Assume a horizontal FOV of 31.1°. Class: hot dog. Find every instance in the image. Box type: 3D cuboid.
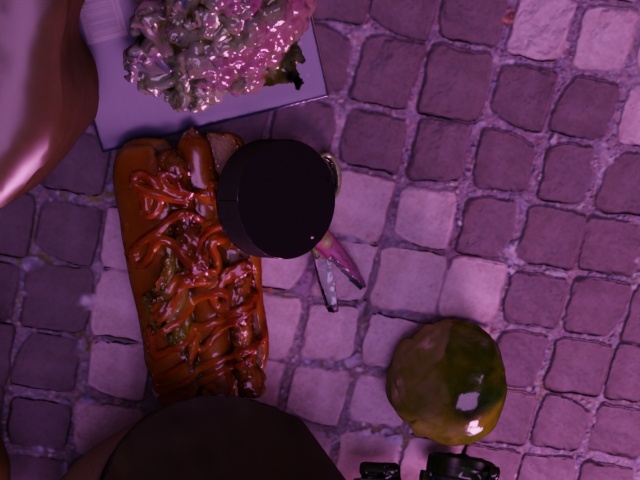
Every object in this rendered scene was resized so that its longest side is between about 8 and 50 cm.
[{"bbox_3d":[-0.142,0.042,1.315,0.158,0.117,0.348,-8,109,-10],"label":"hot dog"}]

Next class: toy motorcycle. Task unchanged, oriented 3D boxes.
[{"bbox_3d":[0.102,0.356,1.432,0.275,0.127,0.205,11,76,-2],"label":"toy motorcycle"}]

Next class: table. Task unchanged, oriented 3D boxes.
[{"bbox_3d":[-0.048,-0.046,1.270,0.134,0.043,0.133,-3,94,-37],"label":"table"}]

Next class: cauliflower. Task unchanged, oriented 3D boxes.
[{"bbox_3d":[-0.133,-0.268,1.166,0.315,0.239,0.256,33,127,0],"label":"cauliflower"}]

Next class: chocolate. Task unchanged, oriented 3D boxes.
[{"bbox_3d":[-0.154,0.359,1.318,0.326,0.297,0.314,51,50,1],"label":"chocolate"}]

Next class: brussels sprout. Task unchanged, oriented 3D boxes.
[{"bbox_3d":[0.160,0.182,1.408,0.149,0.122,0.151,-28,111,-2],"label":"brussels sprout"}]

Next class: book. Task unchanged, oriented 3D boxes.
[{"bbox_3d":[-0.139,-0.220,1.281,0.269,0.025,0.190,-15,111,-4],"label":"book"}]

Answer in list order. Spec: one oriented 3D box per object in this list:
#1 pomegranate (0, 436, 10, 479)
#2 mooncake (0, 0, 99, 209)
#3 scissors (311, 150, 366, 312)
[{"bbox_3d":[-0.463,0.265,1.291,0.233,0.233,0.233,-3,109,-8],"label":"pomegranate"},{"bbox_3d":[-0.447,-0.204,1.109,0.467,0.262,0.466,-1,106,-2],"label":"mooncake"},{"bbox_3d":[0.000,0.000,1.355,0.133,0.020,0.187,-41,122,-26],"label":"scissors"}]
